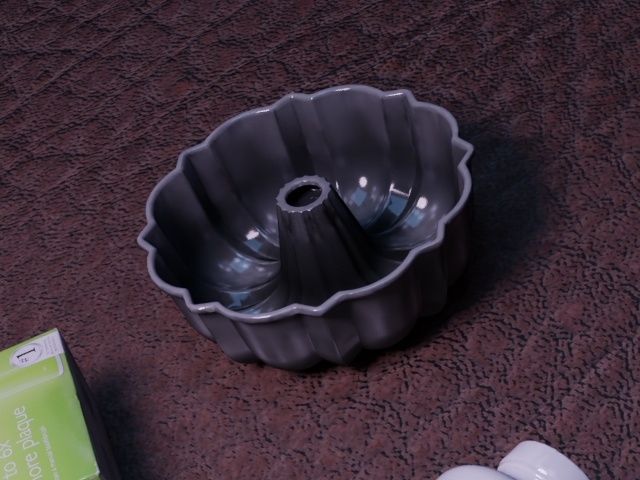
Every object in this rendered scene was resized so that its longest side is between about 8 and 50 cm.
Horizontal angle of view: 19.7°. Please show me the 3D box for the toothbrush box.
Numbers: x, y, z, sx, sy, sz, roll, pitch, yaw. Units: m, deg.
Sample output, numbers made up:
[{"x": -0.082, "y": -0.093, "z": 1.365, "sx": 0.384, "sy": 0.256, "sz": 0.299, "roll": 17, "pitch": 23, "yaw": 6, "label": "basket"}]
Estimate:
[{"x": -0.324, "y": 0.231, "z": 1.639, "sx": 0.283, "sy": 0.122, "sz": 0.206, "roll": -23, "pitch": 39, "yaw": -2, "label": "toothbrush box"}]

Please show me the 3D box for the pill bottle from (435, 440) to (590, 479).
[{"x": 0.101, "y": 0.271, "z": 1.394, "sx": 0.146, "sy": 0.146, "sz": 0.264, "roll": 24, "pitch": 56, "yaw": 40, "label": "pill bottle"}]

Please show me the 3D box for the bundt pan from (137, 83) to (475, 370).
[{"x": 0.000, "y": 0.000, "z": 1.766, "sx": 0.331, "sy": 0.124, "sz": 0.331, "roll": -12, "pitch": 39, "yaw": 10, "label": "bundt pan"}]
